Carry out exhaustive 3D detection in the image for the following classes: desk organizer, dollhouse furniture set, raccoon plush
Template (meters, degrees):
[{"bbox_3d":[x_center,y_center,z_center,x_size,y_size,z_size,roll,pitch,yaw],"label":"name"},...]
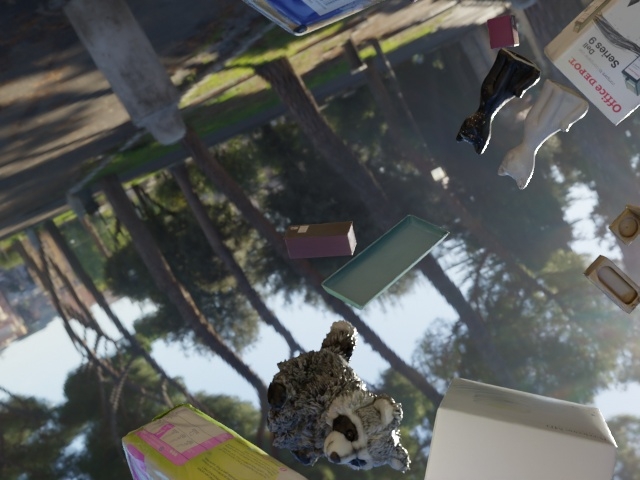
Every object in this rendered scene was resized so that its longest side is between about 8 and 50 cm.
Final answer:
[{"bbox_3d":[0.000,0.000,1.458,0.130,0.050,0.047,-4,-147,17],"label":"desk organizer"},{"bbox_3d":[0.579,0.044,1.353,0.151,0.144,0.123,-49,-170,5],"label":"dollhouse furniture set"},{"bbox_3d":[0.081,0.303,1.612,0.299,0.216,0.446,-3,-140,28],"label":"raccoon plush"}]

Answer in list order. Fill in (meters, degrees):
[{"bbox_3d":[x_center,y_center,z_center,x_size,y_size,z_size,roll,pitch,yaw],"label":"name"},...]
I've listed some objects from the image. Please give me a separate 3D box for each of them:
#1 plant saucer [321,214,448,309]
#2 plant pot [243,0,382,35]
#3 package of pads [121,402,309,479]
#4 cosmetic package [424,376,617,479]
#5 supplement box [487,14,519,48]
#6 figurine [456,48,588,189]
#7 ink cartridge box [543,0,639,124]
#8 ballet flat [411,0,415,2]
[{"bbox_3d":[0.086,0.027,0.972,0.067,0.018,0.192,27,-133,32],"label":"plant saucer"},{"bbox_3d":[-0.015,-0.383,0.869,0.236,0.212,0.236,-17,167,24],"label":"plant pot"},{"bbox_3d":[-0.097,0.328,0.836,0.101,0.229,0.297,-24,-156,-34],"label":"package of pads"},{"bbox_3d":[0.274,0.294,1.045,0.224,0.138,0.225,10,-176,14],"label":"cosmetic package"},{"bbox_3d":[0.327,-0.372,1.343,0.043,0.054,0.083,-6,-169,21],"label":"supplement box"},{"bbox_3d":[0.377,-0.231,1.457,0.092,0.215,0.209,6,124,-41],"label":"figurine"},{"bbox_3d":[0.650,-0.418,1.563,0.289,0.211,0.121,-45,-164,24],"label":"ink cartridge box"},{"bbox_3d":[0.115,-0.554,1.516,0.079,0.222,0.077,-60,-173,3],"label":"ballet flat"}]
